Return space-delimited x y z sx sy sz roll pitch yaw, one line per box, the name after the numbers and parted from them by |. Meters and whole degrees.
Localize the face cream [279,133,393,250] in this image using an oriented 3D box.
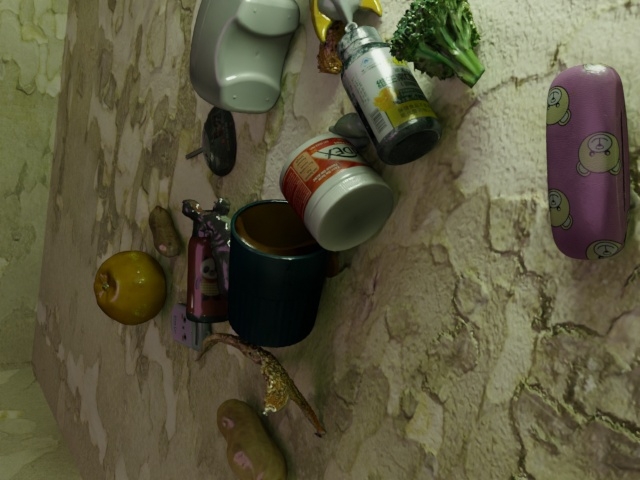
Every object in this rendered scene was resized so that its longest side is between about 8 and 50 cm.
0.033 -0.109 1.468 0.187 0.201 0.201 54 131 34 | face cream

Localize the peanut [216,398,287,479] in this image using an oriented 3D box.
-0.205 0.582 1.868 0.319 0.148 0.147 52 130 36 | peanut

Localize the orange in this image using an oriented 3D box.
-0.688 0.170 2.369 0.279 0.235 0.279 5 97 43 | orange

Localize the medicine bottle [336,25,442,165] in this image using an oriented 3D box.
0.132 -0.310 1.375 0.141 0.141 0.293 -47 58 43 | medicine bottle

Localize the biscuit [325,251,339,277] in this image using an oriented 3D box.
0.000 0.000 1.651 0.138 0.031 0.205 -52 54 51 | biscuit

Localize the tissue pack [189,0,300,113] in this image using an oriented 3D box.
-0.213 -0.517 1.717 0.236 0.229 0.333 41 124 39 | tissue pack

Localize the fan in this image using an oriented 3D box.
-0.342 -0.328 2.069 0.294 0.012 0.223 29 115 45 | fan

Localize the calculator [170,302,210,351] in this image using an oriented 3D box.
-0.436 0.292 2.216 0.246 0.045 0.141 10 101 50 | calculator

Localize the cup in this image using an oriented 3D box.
-0.126 0.071 1.617 0.308 0.242 0.292 37 133 36 | cup

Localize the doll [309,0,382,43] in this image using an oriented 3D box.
0.032 -0.597 1.508 0.103 0.146 0.316 104 152 -62 | doll

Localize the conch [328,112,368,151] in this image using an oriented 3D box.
0.083 -0.256 1.516 0.065 0.088 0.180 -55 25 -21 | conch

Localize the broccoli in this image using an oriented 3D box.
0.232 -0.361 1.235 0.219 0.194 0.194 81 175 -77 | broccoli

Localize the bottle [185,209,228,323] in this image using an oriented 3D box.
-0.338 0.075 1.996 0.144 0.144 0.336 6 97 51 | bottle

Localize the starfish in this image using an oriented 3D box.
-0.144 0.348 1.636 0.398 0.384 0.132 27 74 37 | starfish

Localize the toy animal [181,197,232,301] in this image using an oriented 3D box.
-0.260 0.007 1.869 0.168 0.106 0.343 -27 79 7 | toy animal

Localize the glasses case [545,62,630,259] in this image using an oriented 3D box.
0.433 -0.126 1.066 0.123 0.076 0.316 -2 92 51 | glasses case

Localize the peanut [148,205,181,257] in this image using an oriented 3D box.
-0.547 -0.027 2.290 0.099 0.100 0.214 -46 60 43 | peanut

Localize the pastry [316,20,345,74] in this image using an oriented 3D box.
0.027 -0.468 1.564 0.080 0.056 0.140 22 113 49 | pastry
